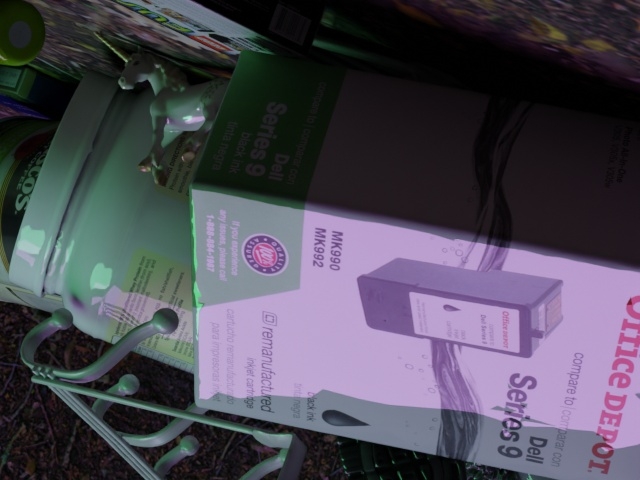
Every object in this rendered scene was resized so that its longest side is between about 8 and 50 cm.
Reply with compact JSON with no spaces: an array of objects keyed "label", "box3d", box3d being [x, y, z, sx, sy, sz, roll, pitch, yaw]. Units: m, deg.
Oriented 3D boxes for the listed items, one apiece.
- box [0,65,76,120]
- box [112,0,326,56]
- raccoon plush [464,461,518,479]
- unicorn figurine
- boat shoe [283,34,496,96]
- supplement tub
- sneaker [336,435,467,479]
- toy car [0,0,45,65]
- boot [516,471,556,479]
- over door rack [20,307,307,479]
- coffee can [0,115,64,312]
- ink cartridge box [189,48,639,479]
[{"label":"box","box3d":[-0.274,-0.140,2.060,0.225,0.037,0.136,23,174,-42]},{"label":"box","box3d":[-0.111,-0.164,1.108,0.207,0.036,0.114,23,175,-30]},{"label":"raccoon plush","box3d":[0.261,0.128,1.592,0.299,0.216,0.446,-2,172,12]},{"label":"unicorn figurine","box3d":[-0.111,-0.103,1.501,0.161,0.111,0.060,3,156,23]},{"label":"boat shoe","box3d":[0.055,-0.069,1.189,0.226,0.083,0.076,20,176,16]},{"label":"supplement tub","box3d":[-0.082,0.001,1.640,0.324,0.235,0.235,21,175,-3]},{"label":"sneaker","box3d":[0.030,0.094,1.484,0.109,0.286,0.130,-19,172,3]},{"label":"toy car","box3d":[-0.333,-0.191,1.447,0.155,0.149,0.188,10,141,46]},{"label":"boot","box3d":[0.278,0.098,1.348,0.338,0.118,0.222,-23,163,11]},{"label":"over door rack","box3d":[-0.067,0.170,1.535,0.324,0.108,0.239,22,159,43]},{"label":"coffee can","box3d":[-0.241,-0.021,1.898,0.201,0.202,0.275,24,171,-34]},{"label":"ink cartridge box","box3d":[0.076,0.022,1.134,0.289,0.122,0.211,10,137,8]}]
